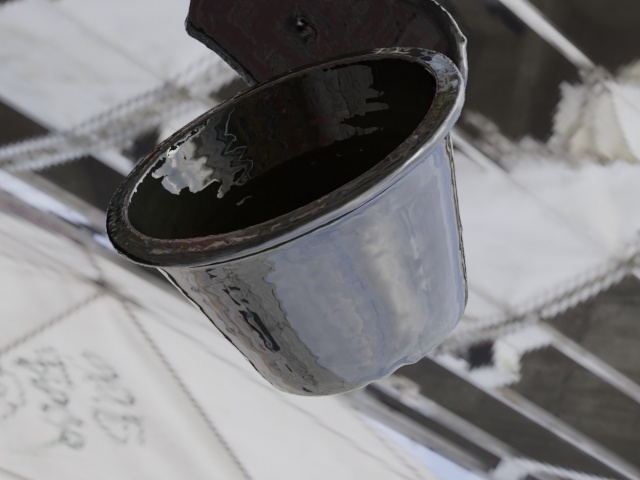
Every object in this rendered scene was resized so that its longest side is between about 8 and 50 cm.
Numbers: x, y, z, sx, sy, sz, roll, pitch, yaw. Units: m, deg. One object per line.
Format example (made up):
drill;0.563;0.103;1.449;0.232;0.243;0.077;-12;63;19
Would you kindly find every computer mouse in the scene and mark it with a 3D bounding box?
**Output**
computer mouse;0.004;-0.161;1.305;0.264;0.088;0.147;43;-74;14

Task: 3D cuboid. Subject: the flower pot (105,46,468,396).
flower pot;0.000;0.000;1.067;0.235;0.148;0.235;-19;-155;10
